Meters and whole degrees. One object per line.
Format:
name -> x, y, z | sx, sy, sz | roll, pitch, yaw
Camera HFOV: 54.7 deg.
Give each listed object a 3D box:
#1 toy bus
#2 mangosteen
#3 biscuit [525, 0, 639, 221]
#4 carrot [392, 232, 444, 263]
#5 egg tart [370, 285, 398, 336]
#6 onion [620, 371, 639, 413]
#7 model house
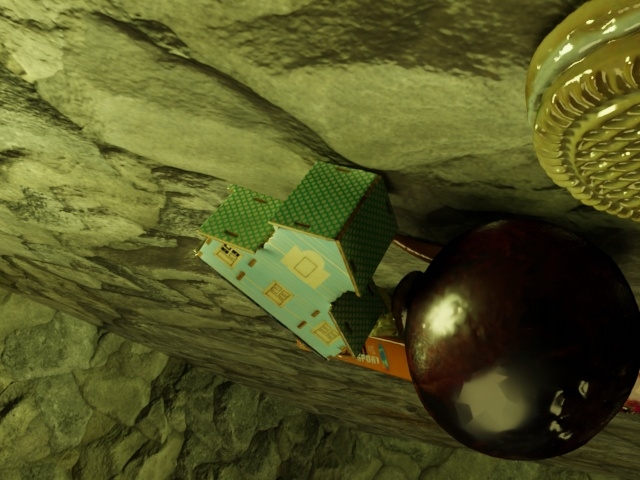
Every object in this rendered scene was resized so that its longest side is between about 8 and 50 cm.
toy bus -> 0.122, 0.206, 1.230 | 0.408, 0.093, 0.092 | 7, -161, 41
mangosteen -> 0.238, 0.112, 0.764 | 0.297, 0.297, 0.293 | 20, -158, -9
biscuit -> 0.285, -0.093, 0.474 | 0.259, 0.079, 0.259 | 14, 158, 6
carrot -> 0.161, 0.018, 0.903 | 0.142, 0.035, 0.035 | 20, 159, 2
egg tart -> 0.039, 0.120, 1.142 | 0.252, 0.099, 0.232 | 6, 179, 31
onion -> 0.511, 0.204, 1.035 | 0.150, 0.140, 0.150 | 33, 136, 38
model house -> 0.000, 0.000, 0.780 | 0.271, 0.178, 0.206 | 41, 140, -3
